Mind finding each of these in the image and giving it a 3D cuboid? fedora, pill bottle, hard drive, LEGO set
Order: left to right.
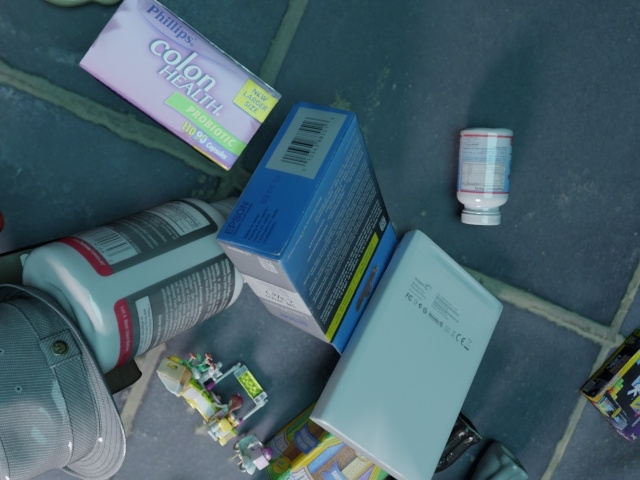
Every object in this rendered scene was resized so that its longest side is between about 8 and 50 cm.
[{"bbox_3d":[-0.364,0.189,0.774,0.124,0.244,0.275,-23,86,-50],"label":"fedora"},{"bbox_3d":[-0.217,0.042,0.902,0.319,0.176,0.176,-27,107,-46],"label":"pill bottle"},{"bbox_3d":[-0.156,0.234,1.030,0.107,0.132,0.287,-36,127,-12],"label":"LEGO set"},{"bbox_3d":[0.154,0.191,1.071,0.233,0.047,0.353,40,64,-21],"label":"hard drive"},{"bbox_3d":[0.276,-0.109,1.109,0.087,0.087,0.160,-1,99,-14],"label":"pill bottle"}]

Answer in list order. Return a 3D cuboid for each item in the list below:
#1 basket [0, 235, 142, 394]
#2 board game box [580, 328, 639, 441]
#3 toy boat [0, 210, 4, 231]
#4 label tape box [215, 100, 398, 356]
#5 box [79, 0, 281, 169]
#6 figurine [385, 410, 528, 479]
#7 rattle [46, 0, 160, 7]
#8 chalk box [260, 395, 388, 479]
[{"bbox_3d":[-0.391,0.119,0.947,0.205,0.154,0.226,-15,98,0],"label":"basket"},{"bbox_3d":[0.612,0.282,1.276,0.170,0.048,0.141,-46,105,-4],"label":"board game box"},{"bbox_3d":[-0.536,0.060,0.837,0.318,0.148,0.267,-39,89,29],"label":"toy boat"},{"bbox_3d":[0.000,0.000,0.976,0.240,0.106,0.333,-63,152,-23],"label":"label tape box"},{"bbox_3d":[-0.191,-0.208,0.895,0.214,0.243,0.117,35,89,-17],"label":"box"},{"bbox_3d":[0.240,0.437,1.194,0.215,0.092,0.209,40,95,-17],"label":"figurine"},{"bbox_3d":[-0.315,-0.383,0.894,0.200,0.143,0.130,23,74,-10],"label":"rattle"},{"bbox_3d":[-0.010,0.377,1.089,0.213,0.132,0.132,-39,106,-7],"label":"chalk box"}]
